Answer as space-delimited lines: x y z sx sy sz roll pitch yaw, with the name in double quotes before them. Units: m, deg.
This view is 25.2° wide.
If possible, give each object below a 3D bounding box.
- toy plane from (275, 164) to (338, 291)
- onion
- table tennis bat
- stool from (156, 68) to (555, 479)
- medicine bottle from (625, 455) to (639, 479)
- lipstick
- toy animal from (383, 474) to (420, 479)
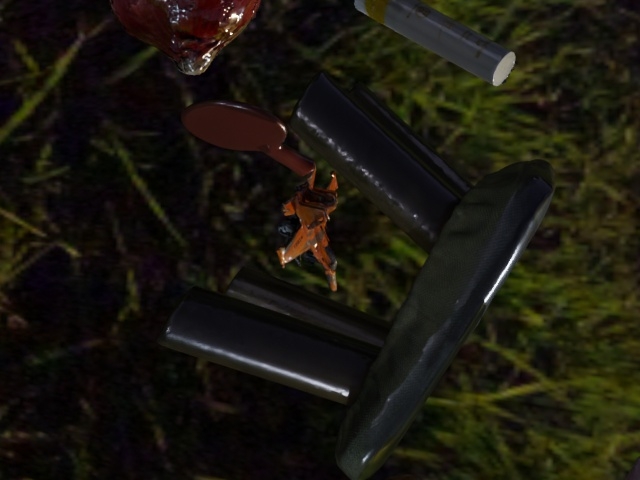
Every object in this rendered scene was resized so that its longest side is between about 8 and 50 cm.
"toy plane" -0.010 -0.003 1.657 0.135 0.062 0.188 -56 158 -30
"onion" -0.157 -0.262 1.630 0.184 0.184 0.147 6 83 -41
"table tennis bat" -0.063 -0.098 1.358 0.155 0.098 0.019 27 62 -42
"stool" 0.046 0.016 1.276 0.226 0.310 0.310 33 98 5
"medicine bottle" 0.189 0.274 0.656 0.202 0.202 0.315 2 109 -41
"lipstick" 0.169 -0.313 2.133 0.059 0.264 0.059 -42 151 -30
"toy animal" 0.038 0.322 1.587 0.312 0.157 0.097 -13 68 -40
